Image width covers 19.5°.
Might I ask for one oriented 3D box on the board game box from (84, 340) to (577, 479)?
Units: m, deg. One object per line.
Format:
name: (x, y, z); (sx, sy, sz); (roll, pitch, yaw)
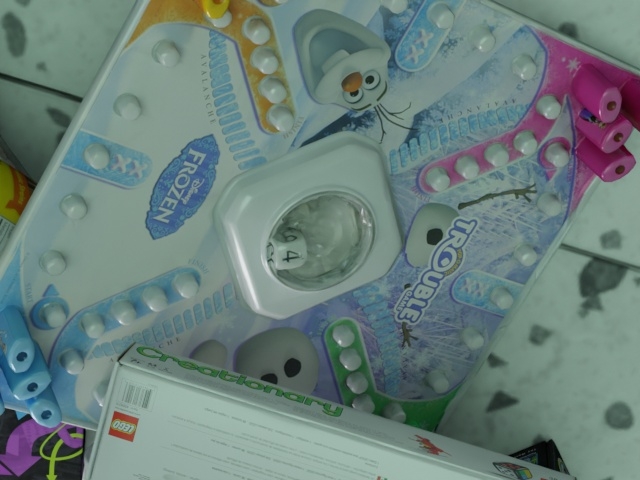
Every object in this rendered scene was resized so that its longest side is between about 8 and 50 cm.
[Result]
board game box: (-0.007, 0.202, 1.212); (0.305, 0.053, 0.193); (17, 105, 4)

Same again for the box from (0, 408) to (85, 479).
box: (-0.234, 0.113, 1.407); (0.116, 0.029, 0.162); (3, 121, -5)

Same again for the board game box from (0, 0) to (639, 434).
board game box: (0.000, 0.000, 1.269); (0.390, 0.050, 0.390); (19, 110, -32)

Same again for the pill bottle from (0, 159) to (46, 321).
pill bottle: (-0.242, -0.001, 1.273); (0.215, 0.117, 0.117); (35, 109, -30)

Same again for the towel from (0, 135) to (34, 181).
towel: (-0.386, -0.040, 1.332); (0.317, 0.053, 0.332); (-23, 126, 10)

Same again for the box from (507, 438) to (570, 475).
box: (0.061, 0.258, 1.355); (0.270, 0.216, 0.060); (-24, 103, 13)

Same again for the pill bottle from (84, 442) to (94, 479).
pill bottle: (-0.131, 0.256, 1.423); (0.118, 0.117, 0.208); (1, 107, 5)
